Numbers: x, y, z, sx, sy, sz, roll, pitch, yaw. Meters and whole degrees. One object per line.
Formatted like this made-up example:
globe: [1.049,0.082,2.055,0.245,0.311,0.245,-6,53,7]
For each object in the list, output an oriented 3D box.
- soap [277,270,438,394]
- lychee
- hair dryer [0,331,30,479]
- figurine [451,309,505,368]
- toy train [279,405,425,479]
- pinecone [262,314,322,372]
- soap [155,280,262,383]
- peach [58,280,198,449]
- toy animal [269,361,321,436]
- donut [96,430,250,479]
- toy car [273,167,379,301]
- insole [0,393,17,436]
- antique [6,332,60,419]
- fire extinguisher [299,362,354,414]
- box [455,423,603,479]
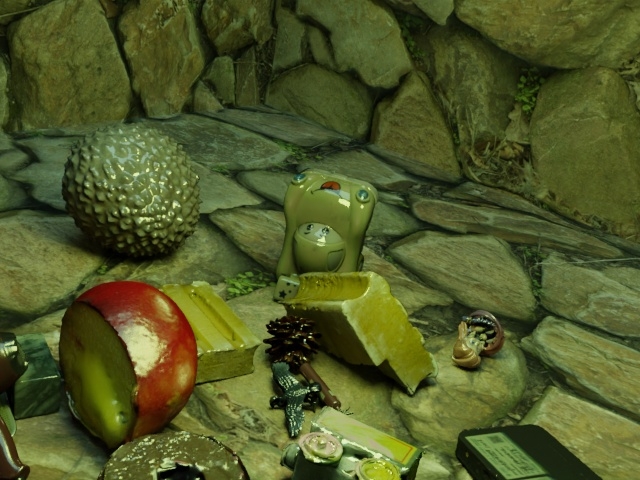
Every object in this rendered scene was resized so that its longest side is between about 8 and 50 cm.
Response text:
soap: [0.082,0.224,1.807,0.169,0.305,0.338,-41,18,-26]
lychee: [-0.525,-0.135,2.075,0.380,0.380,0.432,-17,55,-46]
hair dryer: [-0.615,0.341,1.268,0.312,0.123,0.340,-30,62,-17]
figurine: [0.386,0.261,1.877,0.157,0.126,0.114,-46,13,-21]
toy train: [0.062,0.413,1.337,0.260,0.134,0.177,21,25,22]
pinecone: [-0.064,0.237,1.705,0.140,0.140,0.121,8,61,-5]
soap: [-0.294,0.206,1.725,0.199,0.091,0.315,-7,30,-34]
peach: [-0.374,0.238,1.415,0.280,0.281,0.338,7,32,-8]
toy animal: [-0.054,0.330,1.571,0.107,0.062,0.220,4,30,-15]
donut: [-0.240,0.424,1.232,0.269,0.103,0.270,7,25,-3]
toy car: [0.000,0.000,2.004,0.242,0.336,0.226,17,26,14]
insole: [-0.659,0.296,1.433,0.109,0.007,0.322,-26,39,-23]
antique: [-0.582,0.261,1.480,0.086,0.088,0.183,-4,27,-31]
fire extinguisher: [0.005,0.333,1.605,0.035,0.049,0.173,16,19,-41]
box: [0.424,0.465,1.415,0.211,0.058,0.350,-1,18,-19]
